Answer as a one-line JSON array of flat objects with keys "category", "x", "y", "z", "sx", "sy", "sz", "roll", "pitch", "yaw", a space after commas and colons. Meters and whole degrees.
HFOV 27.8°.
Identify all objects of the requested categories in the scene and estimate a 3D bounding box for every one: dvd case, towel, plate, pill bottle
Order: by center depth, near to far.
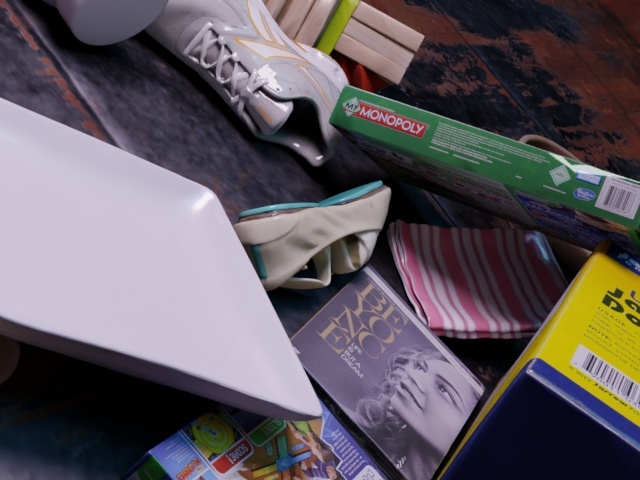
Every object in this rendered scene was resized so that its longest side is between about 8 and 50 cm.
[{"category": "plate", "x": -0.152, "y": 0.011, "z": 0.910, "sx": 0.277, "sy": 0.045, "sz": 0.278, "roll": 24, "pitch": 24, "yaw": -39}, {"category": "dvd case", "x": 0.061, "y": 0.116, "z": 1.140, "sx": 0.164, "sy": 0.018, "sz": 0.221, "roll": 47, "pitch": 26, "yaw": 2}, {"category": "pill bottle", "x": -0.226, "y": -0.285, "z": 1.170, "sx": 0.119, "sy": 0.119, "sz": 0.208, "roll": -1, "pitch": 53, "yaw": -56}, {"category": "towel", "x": 0.173, "y": 0.039, "z": 1.323, "sx": 0.197, "sy": 0.029, "sz": 0.144, "roll": 2, "pitch": 46, "yaw": -24}]

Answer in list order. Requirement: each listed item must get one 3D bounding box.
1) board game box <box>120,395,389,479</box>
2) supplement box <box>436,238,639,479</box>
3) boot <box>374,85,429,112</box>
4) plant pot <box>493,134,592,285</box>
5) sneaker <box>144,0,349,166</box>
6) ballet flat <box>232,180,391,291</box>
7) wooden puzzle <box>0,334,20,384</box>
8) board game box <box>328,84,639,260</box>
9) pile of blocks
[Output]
[{"category": "board game box", "x": -0.035, "y": 0.172, "z": 0.904, "sx": 0.136, "sy": 0.035, "sz": 0.201, "roll": 49, "pitch": 27, "yaw": 7}, {"category": "supplement box", "x": 0.238, "y": 0.168, "z": 1.085, "sx": 0.195, "sy": 0.194, "sz": 0.356, "roll": 35, "pitch": 25, "yaw": 9}, {"category": "boot", "x": 0.094, "y": -0.150, "z": 1.530, "sx": 0.099, "sy": 0.045, "sz": 0.121, "roll": 35, "pitch": 21, "yaw": -26}, {"category": "plant pot", "x": 0.283, "y": -0.002, "z": 1.526, "sx": 0.237, "sy": 0.110, "sz": 0.237, "roll": 34, "pitch": 29, "yaw": -21}, {"category": "sneaker", "x": -0.070, "y": -0.168, "z": 1.265, "sx": 0.262, "sy": 0.099, "sz": 0.121, "roll": 29, "pitch": 35, "yaw": -29}, {"category": "ballet flat", "x": 0.000, "y": 0.000, "z": 1.165, "sx": 0.086, "sy": 0.086, "sz": 0.248, "roll": 52, "pitch": 28, "yaw": 12}, {"category": "wooden puzzle", "x": -0.298, "y": 0.025, "z": 0.714, "sx": 0.221, "sy": 0.044, "sz": 0.239, "roll": 48, "pitch": 27, "yaw": 3}, {"category": "board game box", "x": 0.185, "y": -0.058, "z": 1.291, "sx": 0.317, "sy": 0.046, "sz": 0.213, "roll": 21, "pitch": -3, "yaw": 23}, {"category": "pile of blocks", "x": -0.051, "y": -0.251, "z": 1.412, "sx": 0.362, "sy": 0.112, "sz": 0.149, "roll": 27, "pitch": 2, "yaw": -31}]
